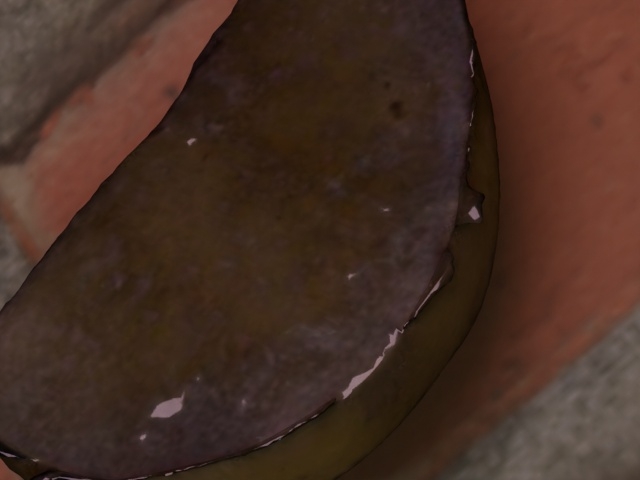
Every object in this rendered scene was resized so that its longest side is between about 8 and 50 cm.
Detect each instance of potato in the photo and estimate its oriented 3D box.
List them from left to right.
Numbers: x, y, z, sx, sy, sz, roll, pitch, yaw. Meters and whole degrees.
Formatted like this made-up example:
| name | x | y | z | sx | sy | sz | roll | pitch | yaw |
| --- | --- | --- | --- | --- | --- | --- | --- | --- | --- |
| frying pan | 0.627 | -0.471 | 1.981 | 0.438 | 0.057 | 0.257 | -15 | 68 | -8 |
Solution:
| name | x | y | z | sx | sy | sz | roll | pitch | yaw |
| --- | --- | --- | --- | --- | --- | --- | --- | --- | --- |
| potato | 0.000 | 0.000 | 0.645 | 0.138 | 0.098 | 0.243 | 27 | 76 | 30 |
